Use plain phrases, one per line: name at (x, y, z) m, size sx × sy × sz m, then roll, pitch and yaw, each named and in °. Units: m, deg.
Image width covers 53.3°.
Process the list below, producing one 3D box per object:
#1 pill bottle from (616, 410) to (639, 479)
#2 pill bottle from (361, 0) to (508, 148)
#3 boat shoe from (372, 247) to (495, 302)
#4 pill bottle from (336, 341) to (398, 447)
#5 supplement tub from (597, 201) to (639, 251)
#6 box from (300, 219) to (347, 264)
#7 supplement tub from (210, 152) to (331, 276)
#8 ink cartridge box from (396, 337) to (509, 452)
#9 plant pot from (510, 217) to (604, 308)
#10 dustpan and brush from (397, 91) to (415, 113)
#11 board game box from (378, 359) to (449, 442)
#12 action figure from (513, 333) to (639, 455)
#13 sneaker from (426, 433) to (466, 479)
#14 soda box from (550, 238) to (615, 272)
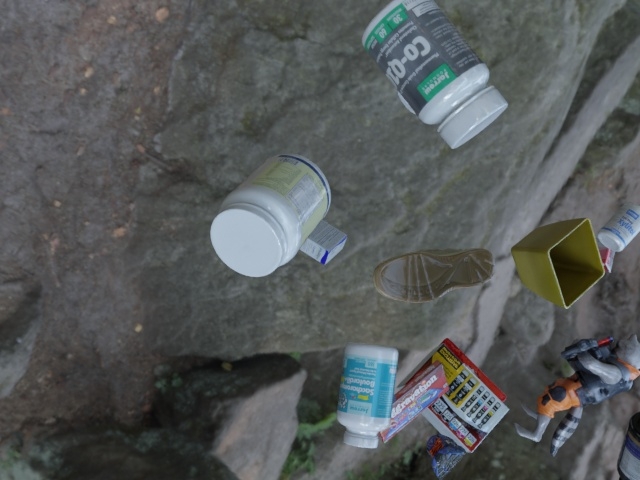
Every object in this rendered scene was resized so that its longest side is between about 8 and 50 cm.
pill bottle at (0.785, 0.525, 1.530) m, size 0.123 × 0.123 × 0.219 m, roll -43°, pitch 139°, yaw -47°
pill bottle at (0.284, -0.420, 1.578) m, size 0.204 × 0.361 × 0.204 m, roll -36°, pitch 173°, yaw -5°
boat shoe at (0.267, 0.082, 1.581) m, size 0.341 × 0.110 × 0.121 m, roll -4°, pitch 94°, yaw -25°
pill bottle at (0.123, 0.410, 1.701) m, size 0.146 × 0.146 × 0.263 m, roll 35°, pitch 61°, yaw -70°
supplement tub at (0.727, -0.032, 1.534) m, size 0.107 × 0.071 × 0.071 m, roll -46°, pitch 157°, yaw -7°
box at (0.000, 0.000, 2.224) m, size 0.126 × 0.137 × 0.072 m, roll -41°, pitch 157°, yaw -44°
supplement tub at (-0.130, -0.072, 1.716) m, size 0.325 × 0.236 × 0.235 m, roll -54°, pitch 159°, yaw -52°
ink cartridge box at (0.472, 0.517, 2.191) m, size 0.272 × 0.309 × 0.130 m, roll -42°, pitch 171°, yaw -18°
plant pot at (0.737, 0.061, 2.026) m, size 0.212 × 0.187 × 0.212 m, roll -34°, pitch 111°, yaw -25°
dustpan and brush at (0.343, -0.432, 2.046) m, size 0.147 × 0.060 × 0.211 m, roll -55°, pitch 126°, yaw -30°
board game box at (0.287, 0.511, 2.021) m, size 0.281 × 0.027 × 0.145 m, roll -35°, pitch 130°, yaw -16°
action figure at (0.635, 0.347, 1.526) m, size 0.330 × 0.178 × 0.341 m, roll -43°, pitch 153°, yaw 19°
sneaker at (0.291, 0.516, 1.545) m, size 0.083 × 0.087 × 0.221 m, roll -48°, pitch 159°, yaw -1°
soda box at (0.846, 0.041, 2.159) m, size 0.083 × 0.263 × 0.092 m, roll 39°, pitch 65°, yaw -46°
